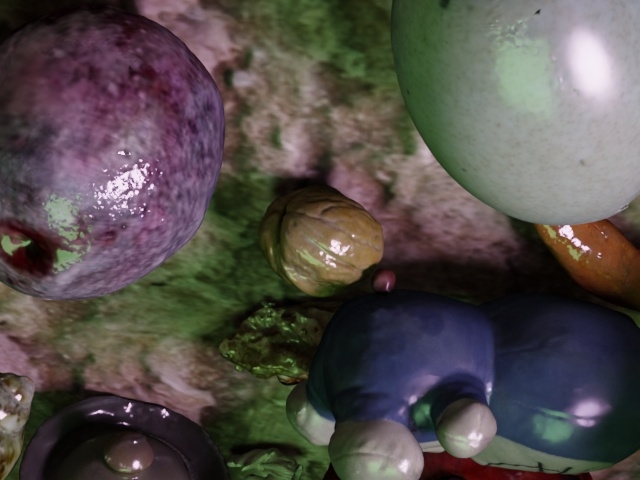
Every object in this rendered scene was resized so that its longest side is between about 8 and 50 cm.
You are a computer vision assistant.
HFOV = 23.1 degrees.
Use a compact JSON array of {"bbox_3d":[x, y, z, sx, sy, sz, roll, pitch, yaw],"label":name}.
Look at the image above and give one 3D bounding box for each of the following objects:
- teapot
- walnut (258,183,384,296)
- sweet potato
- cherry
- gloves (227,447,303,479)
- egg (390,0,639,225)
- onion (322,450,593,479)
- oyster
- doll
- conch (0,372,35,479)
[{"bbox_3d":[-0.214,0.272,1.361,0.305,0.223,0.285,-13,139,-28],"label":"teapot"},{"bbox_3d":[0.000,0.000,1.132,0.092,0.092,0.092,4,140,3],"label":"walnut"},{"bbox_3d":[0.222,0.021,1.147,0.202,0.058,0.055,25,94,-26],"label":"sweet potato"},{"bbox_3d":[-0.153,-0.052,1.011,0.195,0.195,0.195,4,140,3],"label":"cherry"},{"bbox_3d":[-0.045,0.209,1.418,0.081,0.037,0.044,14,115,8],"label":"gloves"},{"bbox_3d":[0.130,-0.106,0.915,0.169,0.169,0.236,-12,141,21],"label":"egg"},{"bbox_3d":[0.113,0.236,1.266,0.246,0.246,0.190,2,156,6],"label":"onion"},{"bbox_3d":[0.007,0.088,1.260,0.177,0.056,0.105,7,148,-8],"label":"oyster"},{"bbox_3d":[0.121,0.108,1.143,0.258,0.154,0.228,10,-178,-14],"label":"doll"},{"bbox_3d":[-0.320,0.170,1.338,0.181,0.124,0.187,-2,144,34],"label":"conch"}]
